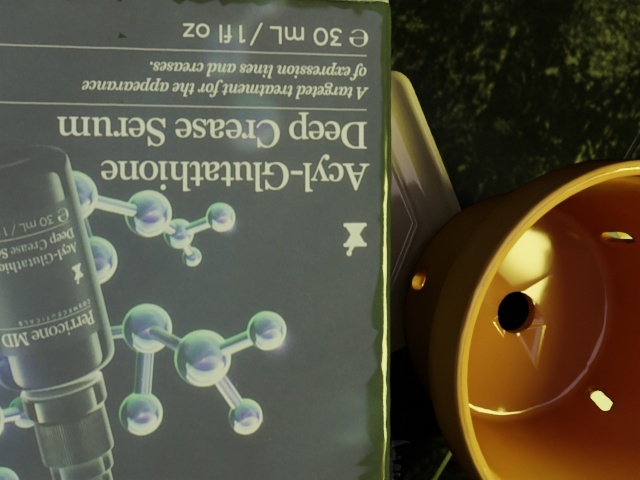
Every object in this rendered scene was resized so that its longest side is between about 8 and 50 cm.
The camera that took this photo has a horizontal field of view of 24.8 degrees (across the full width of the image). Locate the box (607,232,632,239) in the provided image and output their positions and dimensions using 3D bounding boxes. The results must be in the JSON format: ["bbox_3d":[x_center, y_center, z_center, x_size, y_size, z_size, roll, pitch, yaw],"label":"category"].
[{"bbox_3d":[0.297,0.011,1.312,0.186,0.038,0.145,-18,94,-21],"label":"box"}]

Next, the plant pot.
[{"bbox_3d":[0.193,0.074,1.138,0.291,0.203,0.290,-3,99,-21],"label":"plant pot"}]

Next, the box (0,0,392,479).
[{"bbox_3d":[-0.117,0.027,1.039,0.294,0.212,0.395,-1,92,-15],"label":"box"}]

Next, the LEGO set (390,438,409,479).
[{"bbox_3d":[0.041,0.196,1.219,0.083,0.023,0.054,-27,95,-6],"label":"LEGO set"}]

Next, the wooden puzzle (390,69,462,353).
[{"bbox_3d":[0.000,0.000,1.204,0.239,0.044,0.221,-24,96,-15],"label":"wooden puzzle"}]
